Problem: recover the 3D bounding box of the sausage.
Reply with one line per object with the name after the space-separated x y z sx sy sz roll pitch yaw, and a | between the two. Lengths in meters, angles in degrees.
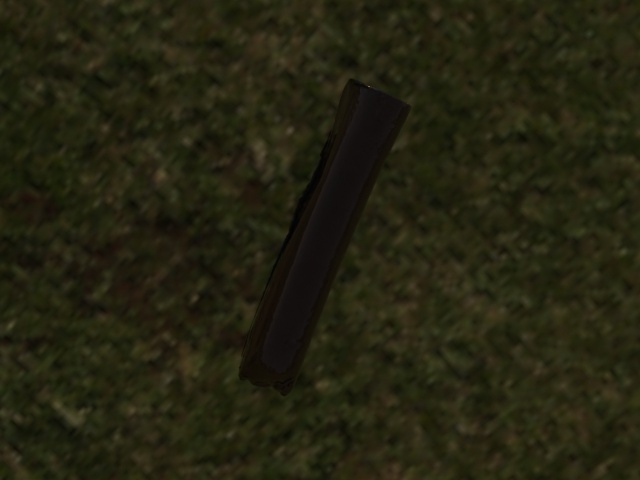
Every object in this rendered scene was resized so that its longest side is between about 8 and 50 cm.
0.000 0.000 0.677 0.026 0.116 0.026 21 7 -3 | sausage
